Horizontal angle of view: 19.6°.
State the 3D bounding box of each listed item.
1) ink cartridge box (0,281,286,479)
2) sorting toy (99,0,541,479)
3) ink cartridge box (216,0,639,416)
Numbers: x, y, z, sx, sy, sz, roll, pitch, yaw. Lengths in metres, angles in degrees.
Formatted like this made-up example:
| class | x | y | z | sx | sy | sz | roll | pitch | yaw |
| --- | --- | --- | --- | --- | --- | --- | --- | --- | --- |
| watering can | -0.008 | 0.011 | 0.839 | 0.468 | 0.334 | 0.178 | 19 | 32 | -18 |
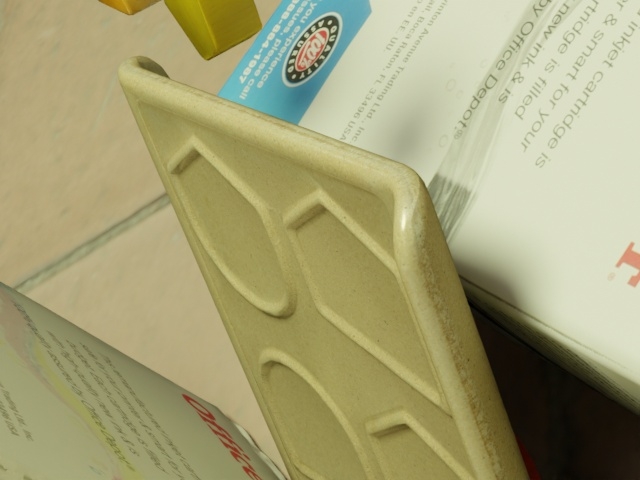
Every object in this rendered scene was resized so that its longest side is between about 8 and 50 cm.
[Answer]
| class | x | y | z | sx | sy | sz | roll | pitch | yaw |
| --- | --- | --- | --- | --- | --- | --- | --- | --- | --- |
| ink cartridge box | -0.138 | 0.101 | 0.709 | 0.131 | 0.306 | 0.226 | -52 | 35 | 4 |
| sorting toy | 0.000 | 0.000 | 0.668 | 0.041 | 0.307 | 0.229 | -31 | 29 | -18 |
| ink cartridge box | 0.123 | -0.063 | 0.700 | 0.223 | 0.129 | 0.307 | -55 | 35 | -3 |
